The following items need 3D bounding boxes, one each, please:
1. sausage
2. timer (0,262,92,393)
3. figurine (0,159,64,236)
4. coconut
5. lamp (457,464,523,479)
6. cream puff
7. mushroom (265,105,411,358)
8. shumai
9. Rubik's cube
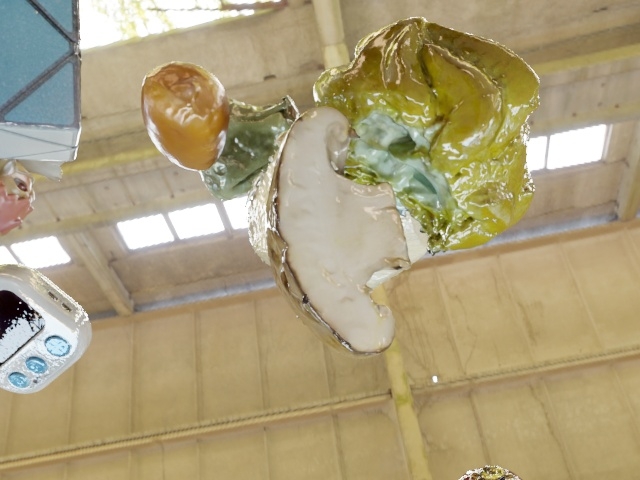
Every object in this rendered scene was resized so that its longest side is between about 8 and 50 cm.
[{"bbox_3d":[-0.149,-0.134,0.655,0.098,0.098,0.238,-23,-177,-10],"label":"sausage"},{"bbox_3d":[-0.588,0.172,1.148,0.262,0.237,0.087,-37,-163,21],"label":"timer"},{"bbox_3d":[-0.605,-0.120,1.102,0.166,0.207,0.387,-21,-132,43],"label":"figurine"},{"bbox_3d":[0.053,-0.062,1.169,0.360,0.346,0.346,4,-147,-35],"label":"coconut"},{"bbox_3d":[0.213,0.325,0.726,0.101,0.090,0.101,-5,-169,1],"label":"lamp"},{"bbox_3d":[0.172,-0.165,0.810,0.323,0.270,0.274,33,-138,11],"label":"cream puff"},{"bbox_3d":[0.000,0.000,0.690,0.156,0.151,0.286,-5,-103,-25],"label":"mushroom"},{"bbox_3d":[-0.161,-0.223,1.333,0.222,0.225,0.261,1,-122,38],"label":"shumai"},{"bbox_3d":[-0.415,-0.219,0.741,0.205,0.205,0.207,-1,178,-26],"label":"Rubik's cube"}]
